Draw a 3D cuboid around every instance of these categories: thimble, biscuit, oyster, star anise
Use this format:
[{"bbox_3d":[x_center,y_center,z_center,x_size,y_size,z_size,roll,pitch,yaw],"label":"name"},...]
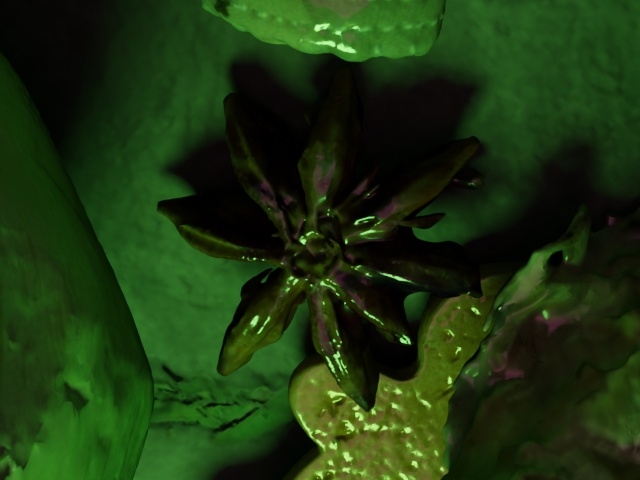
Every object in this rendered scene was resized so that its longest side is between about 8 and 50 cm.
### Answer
[{"bbox_3d":[0.002,-0.120,0.761,0.109,0.084,0.062,5,116,-4],"label":"thimble"},{"bbox_3d":[0.049,0.117,0.896,0.165,0.036,0.250,28,106,-11],"label":"biscuit"},{"bbox_3d":[0.184,0.089,0.819,0.351,0.115,0.238,-32,105,-15],"label":"oyster"},{"bbox_3d":[0.001,0.000,0.826,0.167,0.057,0.168,0,96,2],"label":"star anise"}]

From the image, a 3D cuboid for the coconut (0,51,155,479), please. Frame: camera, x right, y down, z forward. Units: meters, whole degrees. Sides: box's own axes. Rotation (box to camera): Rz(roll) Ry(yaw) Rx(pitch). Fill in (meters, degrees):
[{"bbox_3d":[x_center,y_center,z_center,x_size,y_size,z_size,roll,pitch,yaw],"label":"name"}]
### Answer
[{"bbox_3d":[-0.234,0.045,0.737,0.328,0.329,0.281,-9,147,6],"label":"coconut"}]
